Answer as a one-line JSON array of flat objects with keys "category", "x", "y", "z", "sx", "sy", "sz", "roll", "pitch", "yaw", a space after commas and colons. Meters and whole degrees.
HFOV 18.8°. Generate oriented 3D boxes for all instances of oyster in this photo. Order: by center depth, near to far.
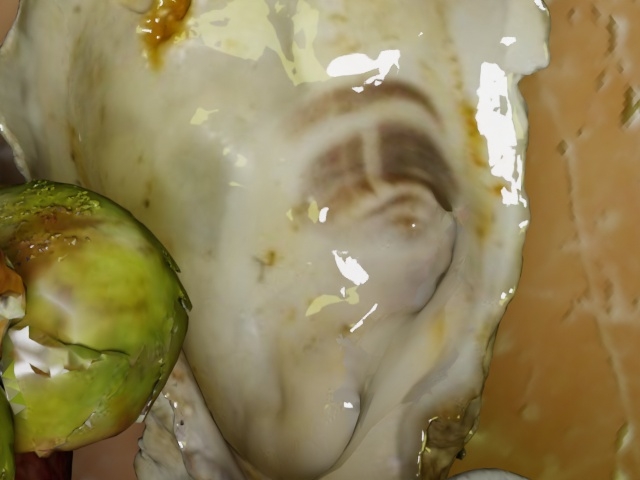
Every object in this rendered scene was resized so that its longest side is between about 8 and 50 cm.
[{"category": "oyster", "x": -0.011, "y": 0.011, "z": 0.533, "sx": 0.161, "sy": 0.107, "sz": 0.233, "roll": -11, "pitch": 93, "yaw": -17}]

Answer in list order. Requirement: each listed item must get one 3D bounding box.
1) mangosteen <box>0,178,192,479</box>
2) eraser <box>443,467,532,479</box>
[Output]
[{"category": "mangosteen", "x": -0.124, "y": 0.042, "z": 0.427, "sx": 0.166, "sy": 0.166, "sz": 0.180, "roll": 21, "pitch": 138, "yaw": -30}, {"category": "eraser", "x": -0.032, "y": 0.160, "z": 0.476, "sx": 0.290, "sy": 0.087, "sz": 0.171, "roll": -32, "pitch": 129, "yaw": 33}]
